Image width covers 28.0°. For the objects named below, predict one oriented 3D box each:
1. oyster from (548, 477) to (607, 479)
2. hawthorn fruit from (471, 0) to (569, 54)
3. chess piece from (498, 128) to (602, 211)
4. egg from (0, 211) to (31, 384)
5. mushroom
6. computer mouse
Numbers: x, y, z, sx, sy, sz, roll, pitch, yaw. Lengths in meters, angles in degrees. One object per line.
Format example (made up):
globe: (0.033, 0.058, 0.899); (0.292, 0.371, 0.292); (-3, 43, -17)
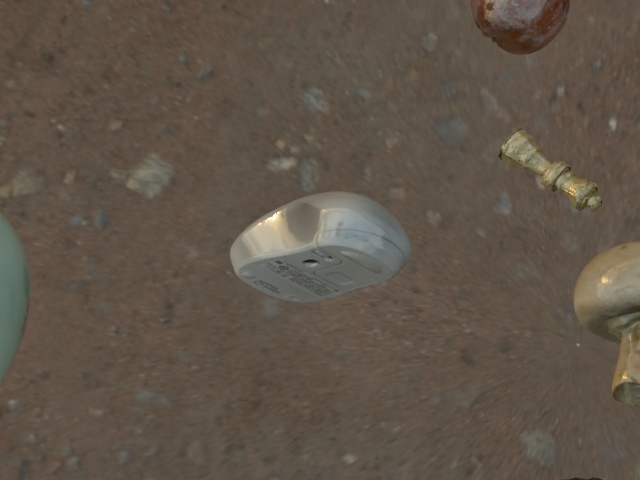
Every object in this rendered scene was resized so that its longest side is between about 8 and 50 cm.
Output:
oyster: (0.154, 0.262, 0.985); (0.166, 0.294, 0.094); (-4, 119, 35)
hawthorn fruit: (0.149, -0.172, 0.867); (0.103, 0.067, 0.067); (-41, 79, 19)
chess piece: (0.352, -0.099, 1.938); (0.172, 0.060, 0.060); (39, 94, 26)
egg: (-0.368, 0.076, 1.187); (0.182, 0.183, 0.264); (9, 70, 12)
mushroom: (0.430, 0.110, 1.677); (0.207, 0.207, 0.215); (10, 66, 12)
computer mouse: (0.000, 0.000, 1.901); (0.297, 0.184, 0.121); (-18, 55, 50)
